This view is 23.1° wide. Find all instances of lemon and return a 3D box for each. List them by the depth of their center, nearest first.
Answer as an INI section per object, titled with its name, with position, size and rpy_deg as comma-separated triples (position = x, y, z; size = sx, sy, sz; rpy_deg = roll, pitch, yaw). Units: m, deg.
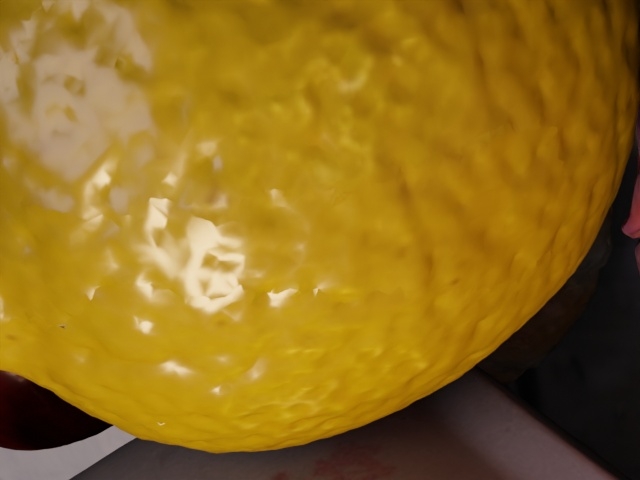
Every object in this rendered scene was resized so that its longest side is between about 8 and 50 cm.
[lemon]
position = -0.020, -0.052, 0.468
size = 0.228, 0.253, 0.228
rpy_deg = 21, 127, 32

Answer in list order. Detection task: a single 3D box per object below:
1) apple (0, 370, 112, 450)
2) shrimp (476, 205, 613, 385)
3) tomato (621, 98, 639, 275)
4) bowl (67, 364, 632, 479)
[apple]
position = -0.115, 0.001, 0.635
size = 0.147, 0.156, 0.158
rpy_deg = -31, 98, 5
[shrimp]
position = 0.000, 0.000, 0.693
size = 0.317, 0.077, 0.168
rpy_deg = -20, 77, 44
[tomato]
position = 0.216, 0.047, 0.385
size = 0.335, 0.176, 0.289
rpy_deg = 60, 171, 7
[bowl]
position = 0.059, 0.144, 0.548
size = 0.345, 0.345, 0.157
rpy_deg = 38, 92, 34
